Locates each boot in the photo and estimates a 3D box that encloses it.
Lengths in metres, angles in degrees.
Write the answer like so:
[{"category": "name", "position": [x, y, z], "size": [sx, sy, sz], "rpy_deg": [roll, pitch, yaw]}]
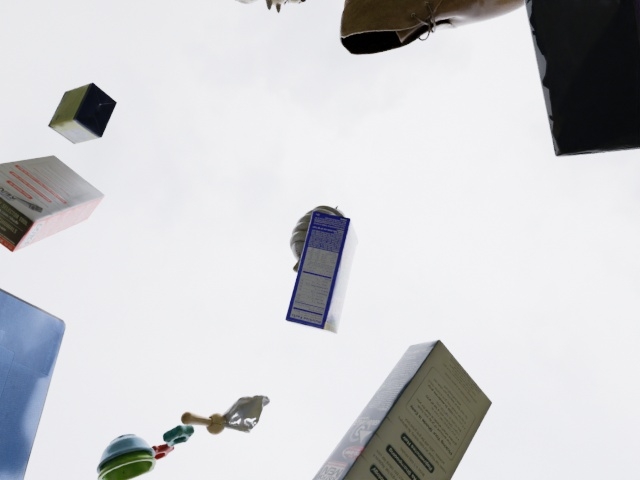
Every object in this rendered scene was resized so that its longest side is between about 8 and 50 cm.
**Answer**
[{"category": "boot", "position": [0.172, -0.347, 0.717], "size": [0.305, 0.112, 0.115], "rpy_deg": [2, -119, 27]}]

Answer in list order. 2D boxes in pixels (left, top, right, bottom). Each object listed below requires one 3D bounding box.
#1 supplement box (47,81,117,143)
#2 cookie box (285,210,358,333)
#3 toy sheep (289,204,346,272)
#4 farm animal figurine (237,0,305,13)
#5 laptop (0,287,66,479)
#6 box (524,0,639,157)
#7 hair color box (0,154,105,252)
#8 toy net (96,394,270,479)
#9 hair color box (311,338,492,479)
[{"category": "supplement box", "position": [-0.430, -0.229, 0.841], "size": [0.083, 0.056, 0.083], "rpy_deg": [-3, -117, 29]}, {"category": "cookie box", "position": [0.005, 0.036, 0.466], "size": [0.040, 0.092, 0.107], "rpy_deg": [12, -101, 12]}, {"category": "toy sheep", "position": [0.000, 0.000, 0.661], "size": [0.091, 0.091, 0.132], "rpy_deg": [20, -133, 16]}, {"category": "farm animal figurine", "position": [-0.140, -0.606, 1.037], "size": [0.330, 0.326, 0.172], "rpy_deg": [5, -79, -25]}, {"category": "laptop", "position": [-0.244, 0.162, 0.281], "size": [0.407, 0.236, 0.382], "rpy_deg": [-24, -126, 37]}, {"category": "box", "position": [0.293, -0.235, 0.436], "size": [0.184, 0.103, 0.261], "rpy_deg": [-27, -74, -26]}, {"category": "hair color box", "position": [-0.365, -0.054, 0.593], "size": [0.093, 0.167, 0.053], "rpy_deg": [40, -78, -8]}, {"category": "toy net", "position": [-0.175, 0.273, 0.630], "size": [0.232, 0.122, 0.045], "rpy_deg": [-9, -130, -25]}, {"category": "hair color box", "position": [0.157, 0.367, 0.850], "size": [0.174, 0.105, 0.347], "rpy_deg": [50, -124, -4]}]
